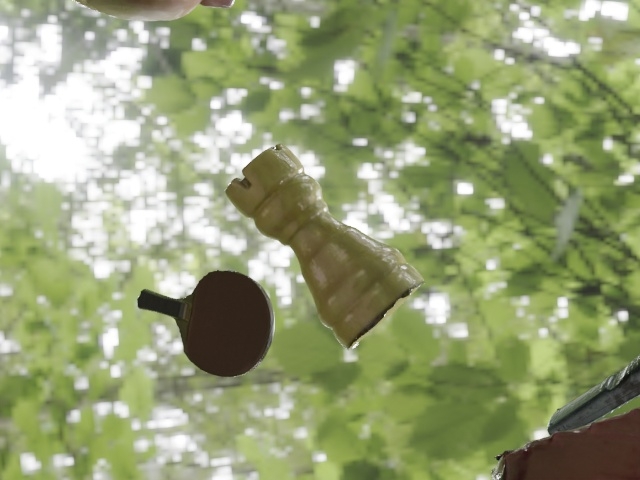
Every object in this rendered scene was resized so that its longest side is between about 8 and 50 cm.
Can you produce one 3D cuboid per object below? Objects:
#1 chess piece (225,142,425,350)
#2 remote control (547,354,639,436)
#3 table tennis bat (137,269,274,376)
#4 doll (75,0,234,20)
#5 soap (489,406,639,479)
[{"bbox_3d":[0.000,0.000,1.020,0.122,0.066,0.066,49,-47,5],"label":"chess piece"},{"bbox_3d":[0.246,0.112,1.366,0.152,0.043,0.027,-37,-81,26],"label":"remote control"},{"bbox_3d":[-0.055,0.036,0.814,0.083,0.007,0.050,14,-86,37],"label":"table tennis bat"},{"bbox_3d":[-0.165,-0.237,1.360,0.211,0.262,0.093,14,-105,15],"label":"doll"},{"bbox_3d":[0.225,0.188,1.073,0.250,0.099,0.162,15,-97,8],"label":"soap"}]
